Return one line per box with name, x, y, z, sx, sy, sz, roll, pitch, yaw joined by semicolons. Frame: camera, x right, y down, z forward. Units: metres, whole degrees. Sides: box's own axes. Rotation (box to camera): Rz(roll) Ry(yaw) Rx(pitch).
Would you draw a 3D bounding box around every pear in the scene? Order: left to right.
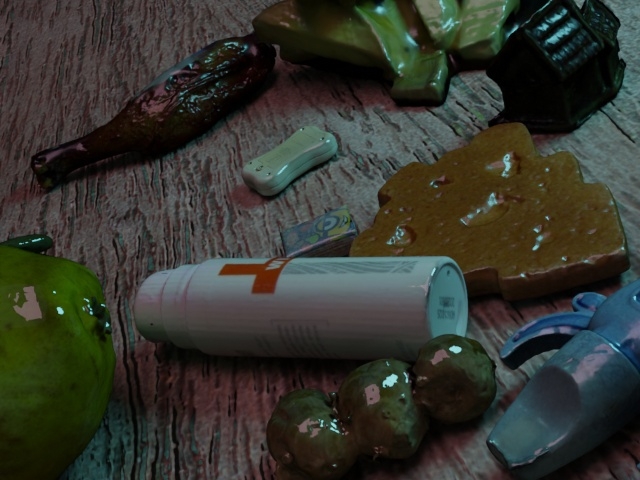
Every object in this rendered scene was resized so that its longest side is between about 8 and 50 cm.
pear;-0.333;0.135;0.977;0.321;0.269;0.269;-25;30;23

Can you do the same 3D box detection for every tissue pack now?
tissue pack;0.000;0.000;1.150;0.083;0.035;0.063;-21;32;2

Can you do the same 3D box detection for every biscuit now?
biscuit;0.179;-0.015;1.053;0.284;0.043;0.306;-38;37;-24

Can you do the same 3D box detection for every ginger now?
ginger;0.051;0.139;0.877;0.204;0.080;0.104;-21;27;7
ginger;0.122;-0.360;1.439;0.413;0.211;0.358;-29;35;-10

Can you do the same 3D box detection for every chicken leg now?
chicken leg;-0.241;-0.191;1.527;0.407;0.096;0.158;-32;29;-9

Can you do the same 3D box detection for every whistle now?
whistle;0.244;0.095;0.823;0.269;0.093;0.180;-37;40;-9

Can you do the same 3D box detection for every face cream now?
face cream;-0.034;0.065;1.018;0.346;0.102;0.102;-1;39;29

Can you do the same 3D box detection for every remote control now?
remote control;-0.039;-0.101;1.322;0.122;0.032;0.074;-35;34;-16

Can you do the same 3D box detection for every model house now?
model house;0.270;-0.215;1.190;0.165;0.152;0.106;-41;43;-23

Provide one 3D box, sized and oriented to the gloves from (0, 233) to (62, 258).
gloves;-0.401;0.091;1.202;0.107;0.135;0.268;37;58;7
